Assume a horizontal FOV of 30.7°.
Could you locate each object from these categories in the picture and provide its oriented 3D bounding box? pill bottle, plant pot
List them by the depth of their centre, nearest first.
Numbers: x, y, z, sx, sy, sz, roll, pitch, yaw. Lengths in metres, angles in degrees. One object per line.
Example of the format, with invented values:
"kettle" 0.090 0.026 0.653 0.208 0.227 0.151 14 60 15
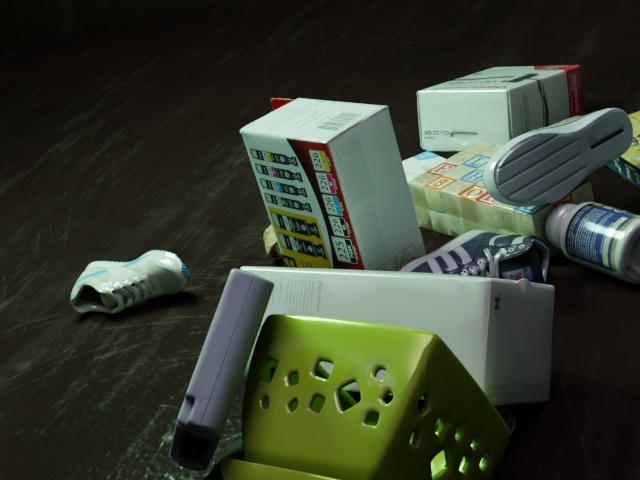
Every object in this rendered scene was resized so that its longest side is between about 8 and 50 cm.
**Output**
"plant pot" 0.041 0.229 1.245 0.227 0.228 0.207 3 57 37
"pill bottle" 0.405 -0.003 1.677 0.094 0.094 0.169 -28 27 -23

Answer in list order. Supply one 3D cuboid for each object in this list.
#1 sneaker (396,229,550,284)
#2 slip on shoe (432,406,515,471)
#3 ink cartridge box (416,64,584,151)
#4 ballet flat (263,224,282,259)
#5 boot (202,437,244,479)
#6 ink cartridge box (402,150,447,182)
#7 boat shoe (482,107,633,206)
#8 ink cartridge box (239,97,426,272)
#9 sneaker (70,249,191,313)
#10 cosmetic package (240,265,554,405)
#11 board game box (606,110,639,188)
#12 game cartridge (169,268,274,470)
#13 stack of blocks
"sneaker" 0.213 0.065 1.652 0.153 0.099 0.282 6 30 44
"slip on shoe" 0.175 0.246 1.368 0.135 0.051 0.041 -42 -6 -30
"ink cartridge box" 0.333 -0.245 2.143 0.197 0.114 0.273 5 20 39
"ballet flat" 0.000 0.000 1.986 0.206 0.073 0.067 -10 52 21
"boot" -0.131 0.309 1.418 0.198 0.077 0.137 -26 11 -15
"ink cartridge box" 0.143 -0.090 2.065 0.181 0.061 0.104 -23 24 -15
"boat shoe" 0.349 -0.123 1.771 0.302 0.109 0.094 -22 9 -32
"ink cartridge box" 0.007 -0.049 1.770 0.130 0.309 0.272 -33 28 -31
"sneaker" -0.323 0.080 1.995 0.228 0.087 0.092 -11 31 29
"cosmetic package" 0.090 0.114 1.475 0.365 0.155 0.197 3 -3 36
"board game box" 0.567 -0.159 1.964 0.165 0.042 0.243 -19 24 -5
"game cartridge" -0.113 0.145 1.321 0.062 0.297 0.198 23 70 -1
"stack of blocks" 0.304 -0.068 1.886 0.171 0.087 0.297 -30 27 -26
